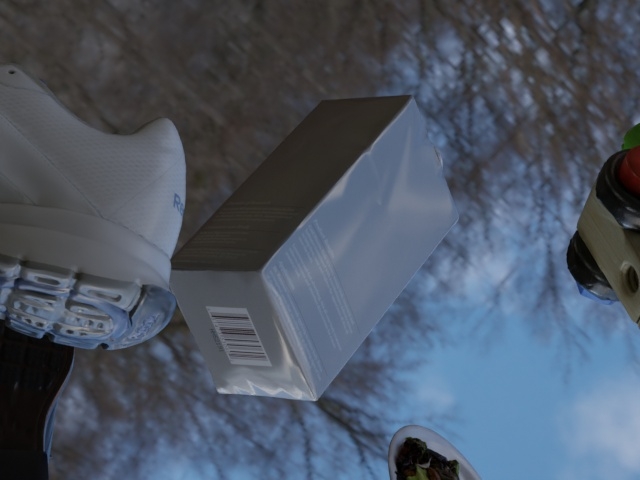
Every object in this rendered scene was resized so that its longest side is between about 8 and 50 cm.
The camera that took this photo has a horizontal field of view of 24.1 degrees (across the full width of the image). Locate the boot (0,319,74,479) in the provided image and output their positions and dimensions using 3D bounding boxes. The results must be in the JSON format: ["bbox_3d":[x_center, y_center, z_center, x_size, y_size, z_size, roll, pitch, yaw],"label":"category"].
[{"bbox_3d":[-0.239,0.136,1.147,0.106,0.082,0.219,120,-23,-54],"label":"boot"}]

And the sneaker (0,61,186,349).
[{"bbox_3d":[-0.211,-0.038,0.793,0.111,0.297,0.129,119,-14,-62],"label":"sneaker"}]

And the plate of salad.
[{"bbox_3d":[0.143,0.275,1.557,0.048,0.200,0.200,-35,-138,27],"label":"plate of salad"}]

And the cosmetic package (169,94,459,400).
[{"bbox_3d":[0.000,0.000,1.156,0.107,0.127,0.238,0,-146,36],"label":"cosmetic package"}]

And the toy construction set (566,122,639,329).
[{"bbox_3d":[0.254,0.030,0.779,0.215,0.151,0.328,-10,-143,-21],"label":"toy construction set"}]
